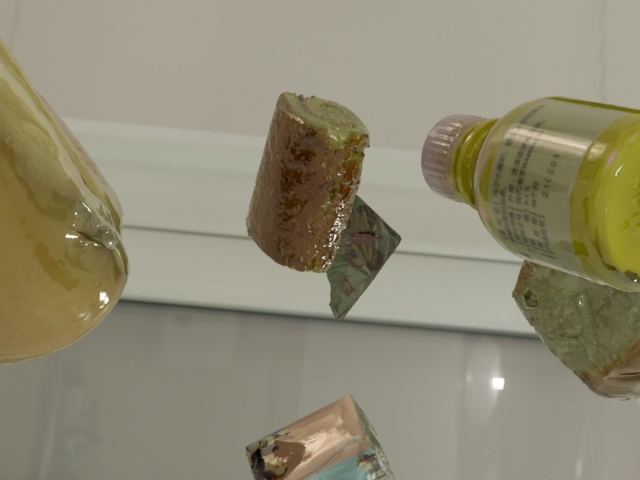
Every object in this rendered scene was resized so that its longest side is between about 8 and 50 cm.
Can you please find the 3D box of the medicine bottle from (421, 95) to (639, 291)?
[{"bbox_3d":[0.162,-0.044,0.900,0.212,0.122,0.121,20,-72,53],"label":"medicine bottle"}]

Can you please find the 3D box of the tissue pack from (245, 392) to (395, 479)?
[{"bbox_3d":[0.001,0.166,0.929,0.058,0.094,0.074,59,3,-35],"label":"tissue pack"}]

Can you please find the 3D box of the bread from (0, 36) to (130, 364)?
[{"bbox_3d":[-0.357,-0.085,1.070,0.376,0.253,0.348,62,-5,-38],"label":"bread"}]

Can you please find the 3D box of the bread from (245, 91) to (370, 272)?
[{"bbox_3d":[-0.014,-0.065,1.396,0.132,0.103,0.172,-129,-130,-57],"label":"bread"}]

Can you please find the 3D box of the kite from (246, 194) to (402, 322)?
[{"bbox_3d":[0.001,0.000,1.652,0.012,0.250,0.229,-23,110,-50],"label":"kite"}]

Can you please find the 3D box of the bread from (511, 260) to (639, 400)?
[{"bbox_3d":[0.363,0.033,1.434,0.279,0.225,0.250,-61,155,14],"label":"bread"}]
